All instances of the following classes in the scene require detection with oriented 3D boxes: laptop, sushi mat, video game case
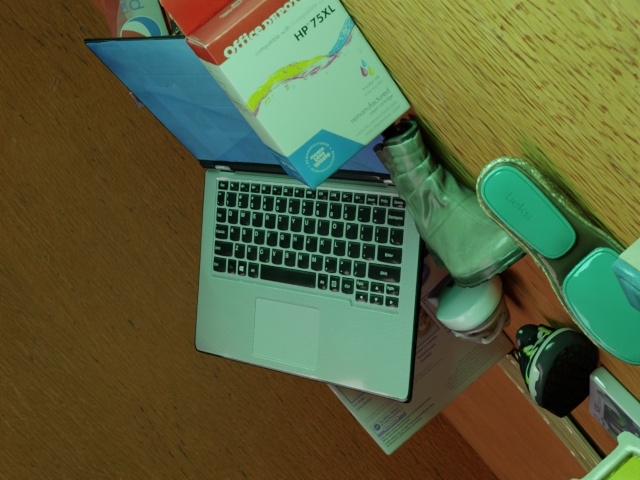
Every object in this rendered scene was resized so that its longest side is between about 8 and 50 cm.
[{"bbox_3d":[-0.091,-0.028,1.421,0.382,0.408,0.236,8,-174,43],"label":"laptop"},{"bbox_3d":[0.362,0.278,1.757,0.316,0.019,0.151,50,176,-4],"label":"sushi mat"},{"bbox_3d":[0.375,0.236,1.331,0.190,0.022,0.173,47,175,24],"label":"video game case"}]

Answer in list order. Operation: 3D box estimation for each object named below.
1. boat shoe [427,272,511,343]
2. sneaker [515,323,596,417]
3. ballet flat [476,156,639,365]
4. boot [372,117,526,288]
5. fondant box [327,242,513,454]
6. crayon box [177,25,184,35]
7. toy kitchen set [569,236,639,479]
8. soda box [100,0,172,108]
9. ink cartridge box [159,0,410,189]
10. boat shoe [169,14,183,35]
[{"bbox_3d":[0.196,0.082,1.446,0.084,0.095,0.258,46,-174,-3],"label":"boat shoe"},{"bbox_3d":[0.249,0.136,1.333,0.097,0.084,0.235,49,175,24],"label":"sneaker"},{"bbox_3d":[0.210,0.010,0.960,0.206,0.073,0.067,52,-158,2],"label":"ballet flat"},{"bbox_3d":[0.120,-0.045,1.183,0.161,0.083,0.246,56,172,-11],"label":"boot"},{"bbox_3d":[0.076,0.100,1.673,0.330,0.238,0.096,51,177,-11],"label":"fondant box"},{"bbox_3d":[-0.093,-0.233,1.583,0.318,0.081,0.202,48,175,26],"label":"crayon box"},{"bbox_3d":[0.248,0.132,0.848,0.207,0.166,0.122,53,174,-39],"label":"toy kitchen set"},{"bbox_3d":[-0.291,-0.351,1.873,0.083,0.092,0.263,80,171,-80],"label":"soda box"},{"bbox_3d":[-0.034,-0.182,1.151,0.231,0.134,0.078,52,174,-26],"label":"ink cartridge box"},{"bbox_3d":[-0.200,-0.329,1.809,0.070,0.078,0.219,49,177,-6],"label":"boat shoe"}]
